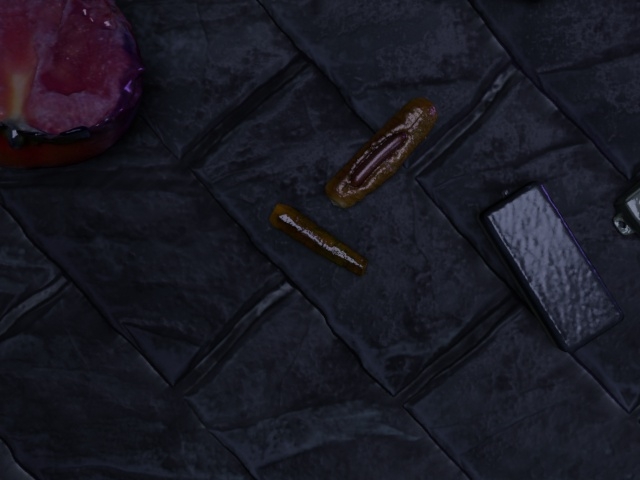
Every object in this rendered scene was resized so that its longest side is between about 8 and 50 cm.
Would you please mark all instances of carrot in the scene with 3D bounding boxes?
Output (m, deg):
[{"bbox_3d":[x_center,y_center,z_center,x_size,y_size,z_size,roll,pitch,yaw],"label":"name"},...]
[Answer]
[{"bbox_3d":[0.000,0.000,1.099,0.170,0.042,0.042,32,90,1],"label":"carrot"}]

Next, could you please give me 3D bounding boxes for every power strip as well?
[{"bbox_3d":[0.562,-0.101,1.083,0.272,0.052,0.078,-38,90,1],"label":"power strip"},{"bbox_3d":[0.339,0.034,1.081,0.105,0.070,0.257,-32,91,-2],"label":"power strip"}]

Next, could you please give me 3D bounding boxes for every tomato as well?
[{"bbox_3d":[-0.402,-0.234,1.047,0.334,0.176,0.290,0,69,1],"label":"tomato"}]

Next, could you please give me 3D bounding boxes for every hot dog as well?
[{"bbox_3d":[0.096,-0.130,1.095,0.215,0.047,0.066,-43,92,1],"label":"hot dog"}]
